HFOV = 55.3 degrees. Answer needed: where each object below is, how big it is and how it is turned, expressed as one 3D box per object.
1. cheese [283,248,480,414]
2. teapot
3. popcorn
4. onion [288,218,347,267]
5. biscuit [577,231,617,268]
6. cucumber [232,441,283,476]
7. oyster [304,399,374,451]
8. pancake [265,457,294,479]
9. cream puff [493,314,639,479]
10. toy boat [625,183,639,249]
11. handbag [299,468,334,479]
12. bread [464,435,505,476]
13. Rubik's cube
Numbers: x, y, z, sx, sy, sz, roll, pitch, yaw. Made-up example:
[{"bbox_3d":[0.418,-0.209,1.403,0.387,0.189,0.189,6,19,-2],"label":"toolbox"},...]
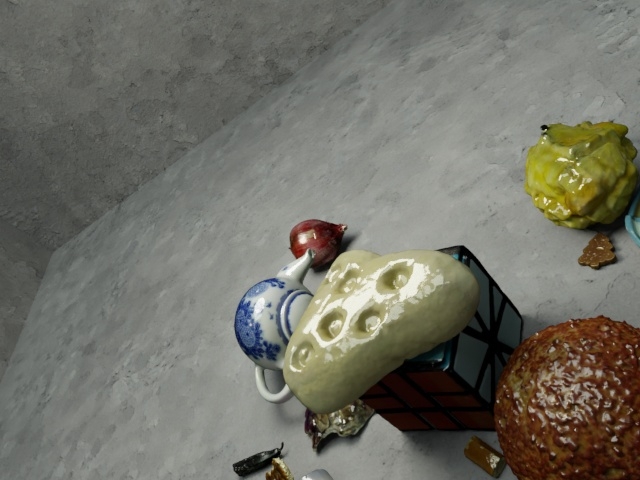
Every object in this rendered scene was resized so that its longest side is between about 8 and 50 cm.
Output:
[{"bbox_3d":[0.094,0.170,1.102,0.351,0.129,0.328,3,54,50],"label":"cheese"},{"bbox_3d":[-0.088,0.222,1.638,0.280,0.252,0.424,-15,57,42],"label":"teapot"},{"bbox_3d":[0.578,-0.156,1.365,0.252,0.215,0.286,-47,29,8],"label":"popcorn"},{"bbox_3d":[0.000,0.000,1.878,0.195,0.159,0.159,-23,38,12],"label":"onion"},{"bbox_3d":[0.600,0.022,1.323,0.082,0.016,0.092,-15,43,45],"label":"biscuit"},{"bbox_3d":[-0.151,0.557,1.555,0.163,0.043,0.039,-28,-5,20],"label":"cucumber"},{"bbox_3d":[0.036,0.358,1.509,0.275,0.100,0.271,-41,49,0],"label":"oyster"},{"bbox_3d":[-0.090,0.601,1.343,0.257,0.056,0.212,116,139,-53],"label":"pancake"},{"bbox_3d":[0.443,0.275,1.041,0.350,0.229,0.350,-29,38,26],"label":"cream puff"},{"bbox_3d":[0.709,-0.102,1.233,0.145,0.133,0.331,5,59,48],"label":"toy boat"},{"bbox_3d":[0.001,0.577,1.317,0.117,0.095,0.173,-48,36,-2],"label":"handbag"},{"bbox_3d":[0.319,0.420,1.191,0.047,0.036,0.083,-54,32,-7],"label":"bread"},{"bbox_3d":[0.231,0.214,1.281,0.283,0.293,0.288,-11,48,37],"label":"Rubik's cube"}]
